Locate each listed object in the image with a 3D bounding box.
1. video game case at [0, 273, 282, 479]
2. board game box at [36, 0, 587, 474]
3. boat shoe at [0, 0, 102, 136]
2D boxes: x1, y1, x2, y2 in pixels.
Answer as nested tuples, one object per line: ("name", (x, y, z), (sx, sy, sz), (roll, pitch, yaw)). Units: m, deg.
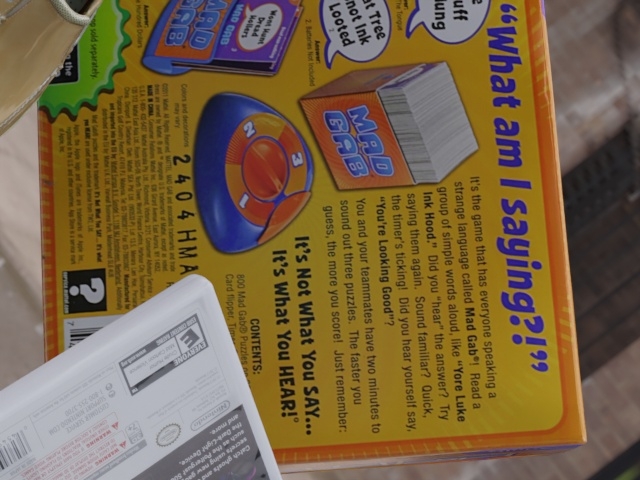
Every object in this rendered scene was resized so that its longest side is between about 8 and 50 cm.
("video game case", (-0.111, 0.134, 0.742), (0.022, 0.190, 0.173), (25, -40, 50))
("board game box", (0.000, 0.000, 1.128), (0.356, 0.356, 0.357), (61, 25, -79))
("boat shoe", (-0.171, -0.141, 0.891), (0.068, 0.190, 0.072), (32, -7, -34))
